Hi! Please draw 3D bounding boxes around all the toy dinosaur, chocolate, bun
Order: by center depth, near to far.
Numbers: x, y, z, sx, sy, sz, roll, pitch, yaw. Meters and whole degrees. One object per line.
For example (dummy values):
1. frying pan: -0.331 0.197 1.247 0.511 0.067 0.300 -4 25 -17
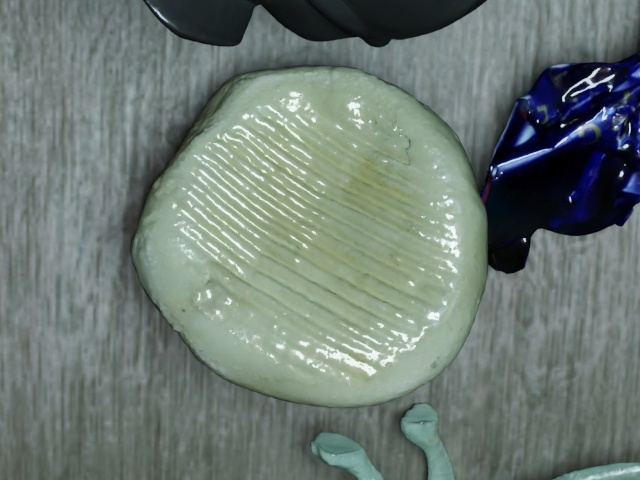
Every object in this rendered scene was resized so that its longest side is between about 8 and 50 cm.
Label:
1. chocolate: 0.215 -0.114 1.051 0.148 0.126 0.343 14 111 -50
2. bun: 0.000 0.000 1.051 0.231 0.133 0.231 -1 80 3
3. toy dinosaur: 0.082 0.204 1.129 0.393 0.092 0.205 -15 105 -2

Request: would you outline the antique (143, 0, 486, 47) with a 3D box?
1. antique: -0.022 -0.211 0.938 0.322 0.255 0.185 8 106 -4
